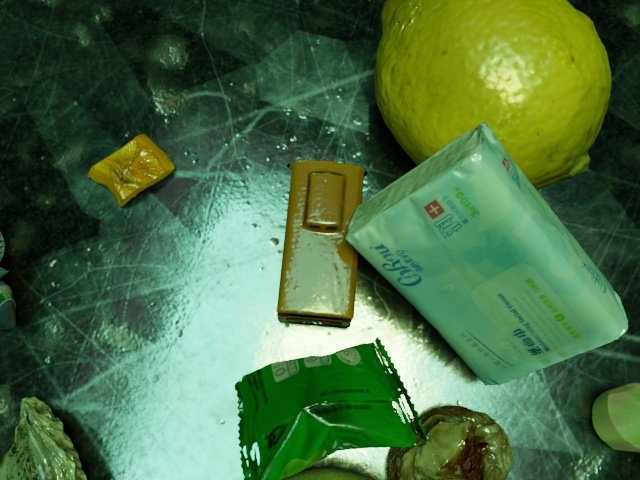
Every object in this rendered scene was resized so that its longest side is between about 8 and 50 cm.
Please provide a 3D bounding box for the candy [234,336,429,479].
[{"bbox_3d":[0.002,0.190,0.604,0.203,0.078,0.141,-14,57,-7],"label":"candy"}]

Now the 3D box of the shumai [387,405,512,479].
[{"bbox_3d":[0.146,0.261,0.602,0.139,0.105,0.123,-30,80,18],"label":"shumai"}]

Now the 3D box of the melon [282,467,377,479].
[{"bbox_3d":[0.021,0.303,0.579,0.162,0.099,0.099,6,76,-2],"label":"melon"}]

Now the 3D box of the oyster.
[{"bbox_3d":[-0.320,0.278,0.604,0.125,0.064,0.177,7,86,16],"label":"oyster"}]

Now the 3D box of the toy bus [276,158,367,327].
[{"bbox_3d":[0.000,0.000,0.648,0.098,0.114,0.201,5,76,0],"label":"toy bus"}]

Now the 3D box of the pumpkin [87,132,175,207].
[{"bbox_3d":[-0.258,-0.098,0.711,0.101,0.035,0.073,-40,77,-8],"label":"pumpkin"}]

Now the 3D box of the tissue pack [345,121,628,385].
[{"bbox_3d":[0.179,0.030,0.574,0.177,0.089,0.263,-34,106,30],"label":"tissue pack"}]

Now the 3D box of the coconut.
[{"bbox_3d":[0.372,0.208,0.620,0.082,0.081,0.083,-28,66,-20],"label":"coconut"}]

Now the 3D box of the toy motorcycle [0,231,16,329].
[{"bbox_3d":[-0.459,0.097,0.633,0.254,0.092,0.135,-43,89,-2],"label":"toy motorcycle"}]

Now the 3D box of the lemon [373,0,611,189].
[{"bbox_3d":[0.194,-0.192,0.637,0.245,0.245,0.320,-38,75,-10],"label":"lemon"}]
